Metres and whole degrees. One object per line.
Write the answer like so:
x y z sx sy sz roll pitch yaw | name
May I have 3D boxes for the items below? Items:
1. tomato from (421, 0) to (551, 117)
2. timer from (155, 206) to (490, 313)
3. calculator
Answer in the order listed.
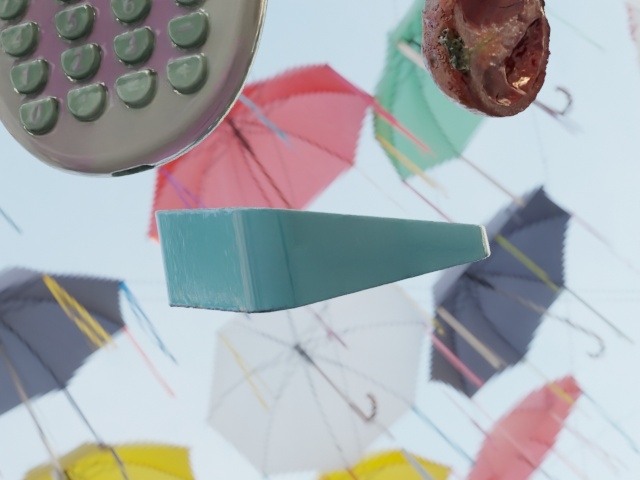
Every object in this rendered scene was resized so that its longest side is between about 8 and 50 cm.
0.178 -0.237 1.651 0.173 0.099 0.189 -29 -68 -41 | tomato
0.000 0.000 1.318 0.250 0.232 0.091 -9 -86 -30 | timer
-0.114 -0.178 0.769 0.185 0.299 0.041 -14 -17 19 | calculator
